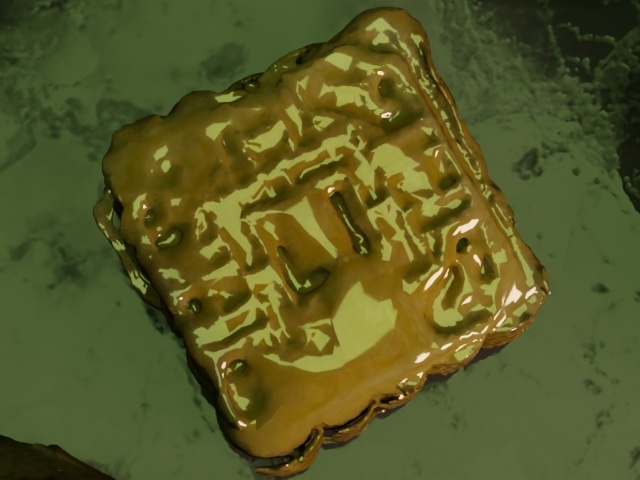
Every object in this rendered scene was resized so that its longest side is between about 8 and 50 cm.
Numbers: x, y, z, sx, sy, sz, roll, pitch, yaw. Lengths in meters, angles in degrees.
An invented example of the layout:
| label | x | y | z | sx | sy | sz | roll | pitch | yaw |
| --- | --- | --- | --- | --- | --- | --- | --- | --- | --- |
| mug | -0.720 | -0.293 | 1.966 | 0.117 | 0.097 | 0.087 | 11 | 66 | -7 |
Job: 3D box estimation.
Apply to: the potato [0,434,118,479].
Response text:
| label | x | y | z | sx | sy | sz | roll | pitch | yaw |
| --- | --- | --- | --- | --- | --- | --- | --- | --- | --- |
| potato | -0.127 | 0.244 | 1.015 | 0.359 | 0.270 | 0.219 | 28 | 107 | 9 |

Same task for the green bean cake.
| label | x | y | z | sx | sy | sz | roll | pitch | yaw |
| --- | --- | --- | --- | --- | --- | --- | --- | --- | --- |
| green bean cake | 0.000 | 0.000 | 1.119 | 0.224 | 0.131 | 0.229 | -28 | 82 | -4 |
